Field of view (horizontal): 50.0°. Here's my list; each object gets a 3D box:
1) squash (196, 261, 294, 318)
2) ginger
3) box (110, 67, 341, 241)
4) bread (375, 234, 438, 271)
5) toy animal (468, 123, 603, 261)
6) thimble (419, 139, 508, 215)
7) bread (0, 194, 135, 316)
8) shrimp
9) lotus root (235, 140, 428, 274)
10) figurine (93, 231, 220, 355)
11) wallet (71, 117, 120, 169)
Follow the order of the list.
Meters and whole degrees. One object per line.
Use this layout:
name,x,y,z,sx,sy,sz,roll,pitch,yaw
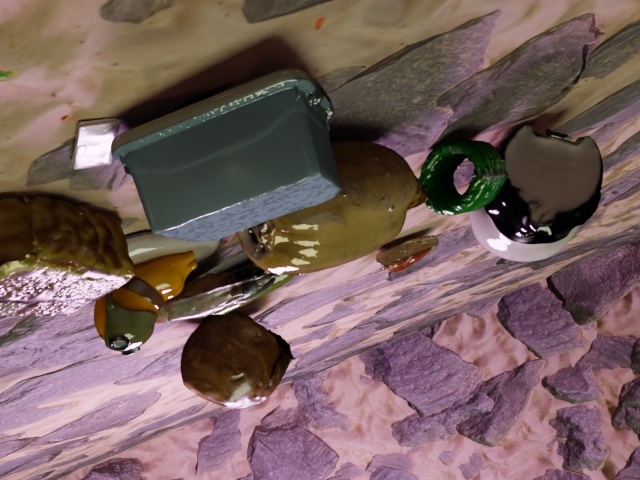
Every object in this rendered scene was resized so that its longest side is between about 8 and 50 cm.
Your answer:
squash,-0.147,0.085,1.285,0.238,0.069,0.069,-25,162,9
ginger,-0.206,0.259,1.525,0.223,0.201,0.269,32,173,-32
box,-0.090,-0.087,0.738,0.226,0.130,0.162,-20,171,10
bread,0.203,0.024,1.546,0.135,0.054,0.154,-27,167,21
toy animal,0.376,-0.080,1.223,0.212,0.213,0.267,-20,166,-5
thimble,0.228,-0.102,1.101,0.090,0.118,0.130,-9,-179,-45
bread,-0.344,0.029,0.844,0.181,0.096,0.222,-26,163,22
shrimp,-0.191,0.081,1.148,0.316,0.062,0.164,-15,-168,29
lotus root,0.028,-0.054,0.940,0.342,0.151,0.169,-19,139,-44
figurine,-0.251,0.080,1.026,0.249,0.141,0.167,-19,161,-10
wallet,-0.237,-0.100,0.723,0.044,0.011,0.083,-11,160,-29
